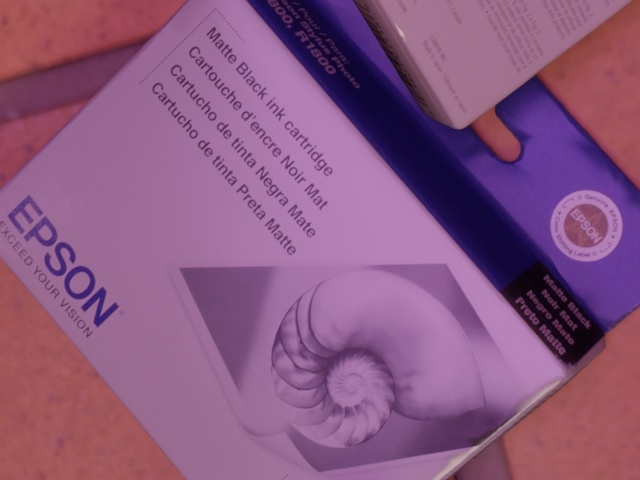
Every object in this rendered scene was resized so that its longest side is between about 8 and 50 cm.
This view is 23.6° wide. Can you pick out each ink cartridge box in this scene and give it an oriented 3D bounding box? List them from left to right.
[{"bbox_3d":[0.000,0.000,0.644,0.224,0.045,0.223,-43,83,14],"label":"ink cartridge box"},{"bbox_3d":[0.080,-0.151,0.573,0.179,0.045,0.145,-38,120,-6],"label":"ink cartridge box"}]
